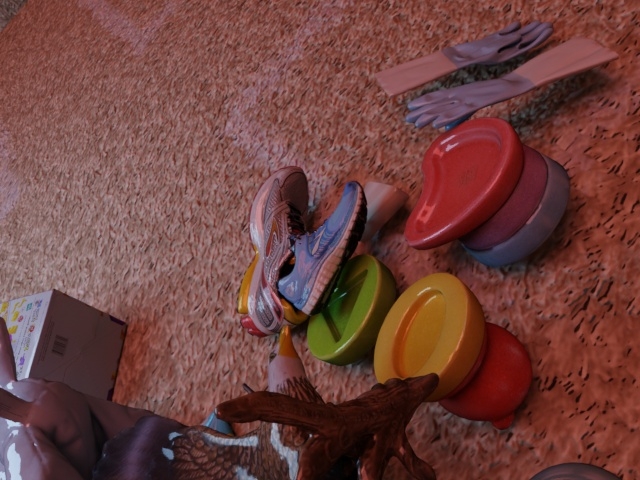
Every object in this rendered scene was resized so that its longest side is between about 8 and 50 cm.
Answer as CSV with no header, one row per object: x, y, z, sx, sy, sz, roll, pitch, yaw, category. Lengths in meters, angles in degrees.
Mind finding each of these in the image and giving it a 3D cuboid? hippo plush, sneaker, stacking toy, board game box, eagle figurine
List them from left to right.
-0.453,0.186,0.940,0.275,0.142,0.144,-13,57,28,board game box
-0.340,0.300,0.719,0.236,0.294,0.234,-45,25,14,hippo plush
-0.035,0.186,0.533,0.298,0.226,0.225,-40,16,43,eagle figurine
-0.036,0.010,0.792,0.092,0.088,0.225,-12,65,40,sneaker
0.000,0.000,0.709,0.073,0.063,0.162,26,81,15,sneaker
0.131,0.040,0.679,0.279,0.130,0.309,-15,48,60,stacking toy

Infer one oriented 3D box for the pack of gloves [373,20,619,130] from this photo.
0.199,-0.193,0.753,0.232,0.046,0.195,-20,33,3,pack of gloves

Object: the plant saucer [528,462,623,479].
0.208,0.239,0.512,0.119,0.021,0.119,-25,42,25,plant saucer

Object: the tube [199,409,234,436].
-0.102,0.281,0.706,0.080,0.052,0.207,-42,40,-7,tube
